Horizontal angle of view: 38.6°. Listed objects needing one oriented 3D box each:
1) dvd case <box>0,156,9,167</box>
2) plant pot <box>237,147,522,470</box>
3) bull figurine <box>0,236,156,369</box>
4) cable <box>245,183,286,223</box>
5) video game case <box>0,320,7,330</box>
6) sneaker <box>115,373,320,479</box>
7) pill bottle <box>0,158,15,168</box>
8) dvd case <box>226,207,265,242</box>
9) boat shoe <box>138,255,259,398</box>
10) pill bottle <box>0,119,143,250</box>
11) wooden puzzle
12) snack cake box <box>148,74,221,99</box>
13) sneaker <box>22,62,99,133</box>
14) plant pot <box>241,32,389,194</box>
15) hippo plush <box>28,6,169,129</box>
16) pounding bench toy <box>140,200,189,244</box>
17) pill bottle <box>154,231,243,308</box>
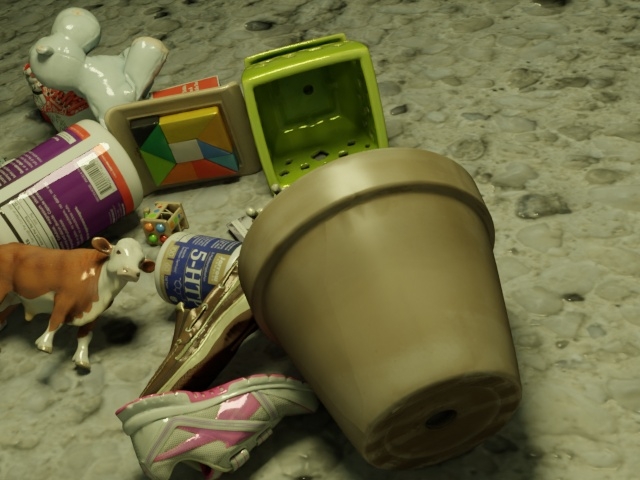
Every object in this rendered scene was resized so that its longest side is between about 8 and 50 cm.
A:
[{"bbox_3d":[-0.696,-0.131,1.896,0.119,0.013,0.087,-26,36,-19],"label":"dvd case"},{"bbox_3d":[0.094,0.100,1.076,0.323,0.323,0.280,-18,51,-7],"label":"plant pot"},{"bbox_3d":[-0.386,0.079,1.354,0.310,0.101,0.188,4,66,31],"label":"bull figurine"},{"bbox_3d":[0.000,0.000,1.227,0.139,0.287,0.072,-23,65,1],"label":"cable"},{"bbox_3d":[-0.594,0.165,1.429,0.143,0.019,0.157,6,38,26],"label":"video game case"},{"bbox_3d":[-0.116,0.230,1.113,0.252,0.111,0.103,-8,-12,-20],"label":"sneaker"},{"bbox_3d":[-0.649,-0.068,1.694,0.216,0.121,0.121,-27,36,-20],"label":"pill bottle"},{"bbox_3d":[-0.027,-0.030,1.518,0.221,0.018,0.164,-24,36,-15],"label":"dvd case"},{"bbox_3d":[-0.160,0.125,1.225,0.095,0.095,0.257,38,71,17],"label":"boat shoe"},{"bbox_3d":[-0.475,-0.056,1.550,0.323,0.181,0.181,-36,40,-21],"label":"pill bottle"},{"bbox_3d":[-0.235,-0.171,1.623,0.238,0.221,0.044,-13,52,2],"label":"wooden puzzle"},{"bbox_3d":[-0.255,-0.224,1.814,0.152,0.089,0.264,-16,34,-1],"label":"snack cake box"},{"bbox_3d":[-0.569,-0.317,2.005,0.090,0.145,0.270,-31,38,-25],"label":"sneaker"},{"bbox_3d":[-0.018,-0.244,1.650,0.228,0.227,0.207,-15,28,-2],"label":"plant pot"},{"bbox_3d":[-0.473,-0.334,1.867,0.294,0.236,0.234,-65,13,-15],"label":"hippo plush"},{"bbox_3d":[-0.282,-0.028,1.571,0.083,0.052,0.065,4,38,24],"label":"pounding bench toy"},{"bbox_3d":[-0.139,0.054,1.348,0.186,0.112,0.112,9,40,24],"label":"pill bottle"}]
